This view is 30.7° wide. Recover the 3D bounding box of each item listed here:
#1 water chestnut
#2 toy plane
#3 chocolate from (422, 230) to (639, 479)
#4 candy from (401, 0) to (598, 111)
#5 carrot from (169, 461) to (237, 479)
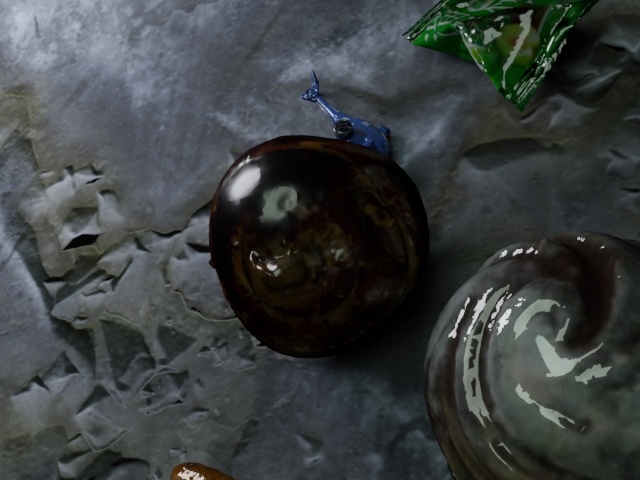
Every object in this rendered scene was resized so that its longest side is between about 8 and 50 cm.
[{"bbox_3d":[0.000,0.000,1.164,0.223,0.238,0.224,0,94,-1],"label":"water chestnut"},{"bbox_3d":[0.030,-0.127,1.289,0.062,0.054,0.167,-30,54,-20],"label":"toy plane"},{"bbox_3d":[0.209,0.109,0.989,0.303,0.213,0.303,-10,65,22],"label":"chocolate"},{"bbox_3d":[0.191,-0.227,1.238,0.141,0.078,0.203,-37,44,-7],"label":"candy"},{"bbox_3d":[-0.080,0.267,1.149,0.186,0.060,0.060,21,77,39],"label":"carrot"}]
